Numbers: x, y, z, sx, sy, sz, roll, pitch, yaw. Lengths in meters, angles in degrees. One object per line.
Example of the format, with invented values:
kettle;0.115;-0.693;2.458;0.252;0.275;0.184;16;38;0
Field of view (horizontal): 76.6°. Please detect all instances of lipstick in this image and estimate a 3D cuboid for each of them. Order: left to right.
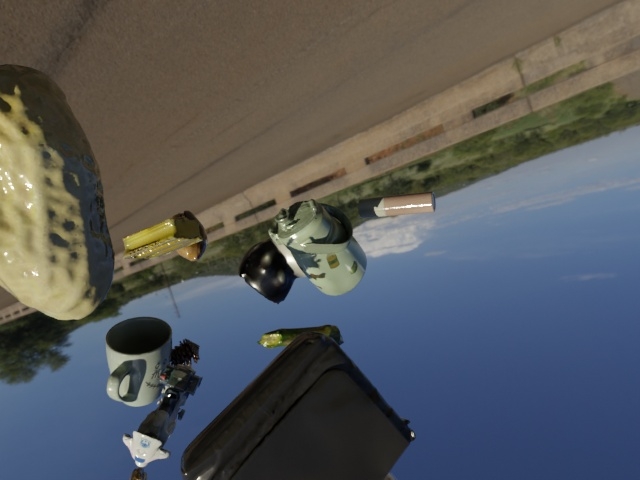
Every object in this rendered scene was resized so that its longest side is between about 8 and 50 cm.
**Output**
lipstick;0.258;-0.120;1.384;0.254;0.070;0.070;-3;-171;26

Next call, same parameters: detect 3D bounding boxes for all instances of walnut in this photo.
walnut;-0.514;-0.022;1.567;0.137;0.245;0.137;-24;154;-13

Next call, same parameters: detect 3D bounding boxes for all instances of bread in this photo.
bread;-0.390;0.515;0.857;0.047;0.036;0.083;-66;-167;-19

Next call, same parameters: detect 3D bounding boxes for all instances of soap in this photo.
soap;-0.505;-0.004;1.290;0.233;0.076;0.135;-20;169;23

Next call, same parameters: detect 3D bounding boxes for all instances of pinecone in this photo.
pinecone;-0.477;0.393;1.410;0.109;0.103;0.102;-4;174;-38

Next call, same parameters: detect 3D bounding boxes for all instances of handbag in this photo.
handbag;-0.023;0.269;0.532;0.247;0.223;0.080;-43;-169;-17

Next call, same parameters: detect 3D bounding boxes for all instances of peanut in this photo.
peanut;-0.348;-0.047;0.498;0.151;0.314;0.152;2;-162;-1

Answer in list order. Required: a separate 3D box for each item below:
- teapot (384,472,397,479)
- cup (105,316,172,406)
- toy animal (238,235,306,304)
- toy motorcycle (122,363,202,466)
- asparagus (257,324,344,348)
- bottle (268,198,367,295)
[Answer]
teapot;0.219;0.864;1.369;0.116;0.246;0.159;-17;171;-43
cup;-0.569;0.402;1.239;0.186;0.234;0.258;10;-158;1
toy animal;-0.145;0.068;1.564;0.310;0.250;0.251;-51;-173;-6
toy motorcycle;-0.335;0.372;0.867;0.102;0.221;0.150;22;155;-2
asparagus;-0.059;0.353;1.486;0.342;0.082;0.085;5;156;-24
bottle;0.000;0.000;1.285;0.228;0.352;0.229;-18;-133;20
